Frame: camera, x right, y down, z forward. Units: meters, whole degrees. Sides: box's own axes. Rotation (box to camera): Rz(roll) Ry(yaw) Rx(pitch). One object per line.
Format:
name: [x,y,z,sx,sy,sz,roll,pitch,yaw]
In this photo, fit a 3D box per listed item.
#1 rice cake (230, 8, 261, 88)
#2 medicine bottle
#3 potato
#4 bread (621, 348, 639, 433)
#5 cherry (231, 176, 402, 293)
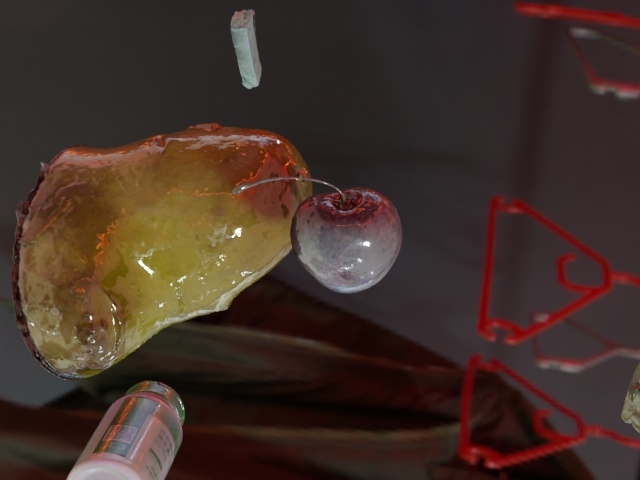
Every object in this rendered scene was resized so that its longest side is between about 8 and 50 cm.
rice cake: [-0.120,-0.315,1.987,0.211,0.034,0.043,84,19,-70]
medicine bottle: [-0.294,0.327,1.873,0.274,0.133,0.133,-72,168,-67]
potato: [-0.187,-0.014,1.590,0.397,0.296,0.290,-48,123,-55]
bread: [0.717,0.265,2.271,0.279,0.250,0.225,-26,115,-34]
cherry: [0.000,0.002,1.388,0.148,0.188,0.115,90,-7,-70]
